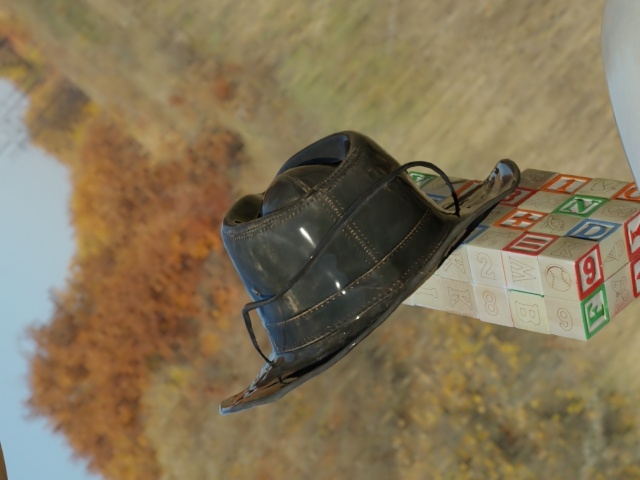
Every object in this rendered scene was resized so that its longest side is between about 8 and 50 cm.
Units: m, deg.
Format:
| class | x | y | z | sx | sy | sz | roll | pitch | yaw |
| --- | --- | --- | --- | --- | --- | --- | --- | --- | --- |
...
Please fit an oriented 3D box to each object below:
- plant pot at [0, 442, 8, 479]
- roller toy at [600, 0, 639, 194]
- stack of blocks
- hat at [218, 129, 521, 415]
| class | x | y | z | sx | sy | sz | roll | pitch | yaw |
| --- | --- | --- | --- | --- | --- | --- | --- | --- | --- |
| plant pot | -0.367 | 0.325 | 1.264 | 0.267 | 0.267 | 0.235 | -93 | -7 | -45 |
| roller toy | 0.168 | -0.021 | 0.412 | 0.191 | 0.146 | 0.209 | 53 | -151 | -13 |
| stack of blocks | 0.187 | 0.001 | 1.623 | 0.297 | 0.171 | 0.087 | 10 | 123 | 41 |
| hat | 0.000 | 0.000 | 1.253 | 0.134 | 0.331 | 0.331 | 48 | 180 | -4 |
